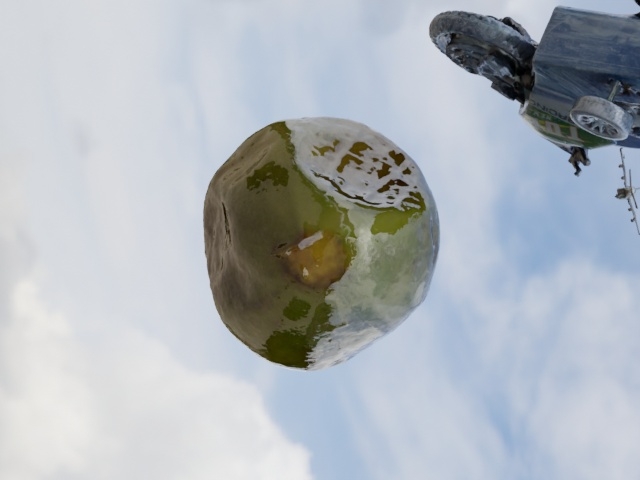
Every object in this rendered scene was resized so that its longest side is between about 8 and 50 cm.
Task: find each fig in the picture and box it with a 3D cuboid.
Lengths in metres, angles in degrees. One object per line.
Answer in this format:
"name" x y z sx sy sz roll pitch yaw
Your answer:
"fig" 0.000 0.000 0.924 0.154 0.144 0.166 -53 -171 -4

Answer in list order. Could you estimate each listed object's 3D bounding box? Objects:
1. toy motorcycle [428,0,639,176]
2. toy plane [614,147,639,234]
"toy motorcycle" 0.186 -0.084 0.906 0.254 0.135 0.092 15 -106 37
"toy plane" 0.271 -0.042 1.373 0.084 0.024 0.077 87 -9 -86
